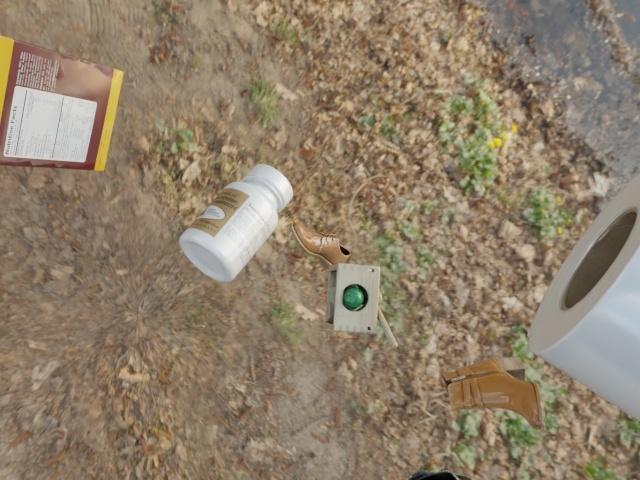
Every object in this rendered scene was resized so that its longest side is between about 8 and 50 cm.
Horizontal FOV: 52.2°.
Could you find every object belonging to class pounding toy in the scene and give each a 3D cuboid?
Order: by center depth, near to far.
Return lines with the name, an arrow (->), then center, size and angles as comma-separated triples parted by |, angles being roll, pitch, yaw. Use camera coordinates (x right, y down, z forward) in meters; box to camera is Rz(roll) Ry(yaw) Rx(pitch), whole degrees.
pounding toy -> 0.068, 0.107, 1.091 | 0.100, 0.141, 0.130 | 5, 85, -7

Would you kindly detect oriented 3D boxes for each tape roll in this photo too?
tape roll -> 0.358, 0.062, 0.680 | 0.169, 0.246, 0.246 | 32, 76, 8

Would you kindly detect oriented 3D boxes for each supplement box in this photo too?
supplement box -> -0.375, -0.168, 0.751 | 0.191, 0.194, 0.129 | 17, 99, 18

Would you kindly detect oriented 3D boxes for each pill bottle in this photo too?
pill bottle -> -0.159, -0.041, 1.296 | 0.131, 0.131, 0.229 | 42, 62, -7

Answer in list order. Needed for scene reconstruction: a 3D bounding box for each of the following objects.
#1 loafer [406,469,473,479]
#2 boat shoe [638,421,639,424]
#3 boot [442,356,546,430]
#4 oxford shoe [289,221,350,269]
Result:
loafer -> 0.144, 0.296, 0.743 | 0.094, 0.251, 0.087 | -26, 78, 2
boat shoe -> 0.511, 0.229, 0.986 | 0.108, 0.102, 0.301 | -17, 81, -7
boot -> 0.308, 0.284, 1.171 | 0.152, 0.197, 0.073 | -11, 109, 1
oxford shoe -> 0.000, 0.000, 1.612 | 0.076, 0.212, 0.076 | -32, 52, 20
